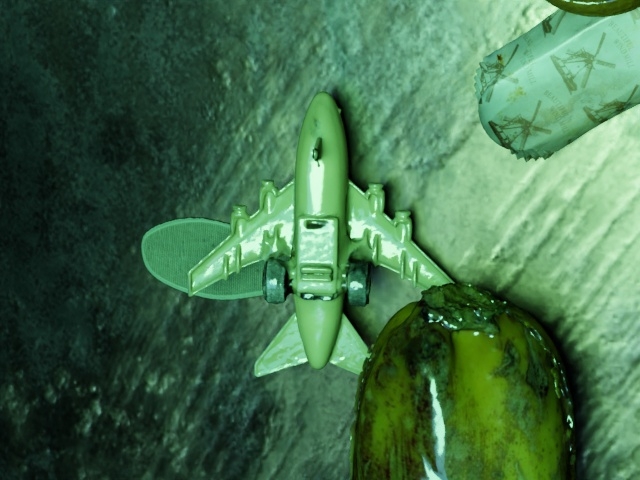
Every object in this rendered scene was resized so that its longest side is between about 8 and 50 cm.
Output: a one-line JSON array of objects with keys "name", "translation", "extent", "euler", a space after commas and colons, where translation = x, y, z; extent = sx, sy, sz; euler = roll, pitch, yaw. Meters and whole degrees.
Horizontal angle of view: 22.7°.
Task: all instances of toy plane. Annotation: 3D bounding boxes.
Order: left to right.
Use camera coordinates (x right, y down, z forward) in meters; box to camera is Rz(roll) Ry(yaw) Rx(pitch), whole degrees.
[{"name": "toy plane", "translation": [0.000, 0.000, 1.404], "extent": [0.242, 0.104, 0.256], "euler": [2, 111, 7]}]

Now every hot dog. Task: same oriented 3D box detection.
[{"name": "hot dog", "translation": [0.212, -0.141, 1.300], "extent": [0.191, 0.059, 0.108], "euler": [-30, 103, 23]}]

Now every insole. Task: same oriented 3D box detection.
[{"name": "insole", "translation": [-0.065, 0.019, 1.486], "extent": [0.232, 0.003, 0.080], "euler": [1, 103, 23]}]

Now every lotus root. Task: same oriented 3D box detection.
[{"name": "lotus root", "translation": [0.118, 0.235, 1.358], "extent": [0.196, 0.179, 0.397], "euler": [3, 99, 4]}]

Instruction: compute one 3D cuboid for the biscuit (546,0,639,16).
[{"name": "biscuit", "translation": [0.265, -0.246, 1.234], "extent": [0.236, 0.039, 0.179], "euler": [-2, 79, 14]}]
